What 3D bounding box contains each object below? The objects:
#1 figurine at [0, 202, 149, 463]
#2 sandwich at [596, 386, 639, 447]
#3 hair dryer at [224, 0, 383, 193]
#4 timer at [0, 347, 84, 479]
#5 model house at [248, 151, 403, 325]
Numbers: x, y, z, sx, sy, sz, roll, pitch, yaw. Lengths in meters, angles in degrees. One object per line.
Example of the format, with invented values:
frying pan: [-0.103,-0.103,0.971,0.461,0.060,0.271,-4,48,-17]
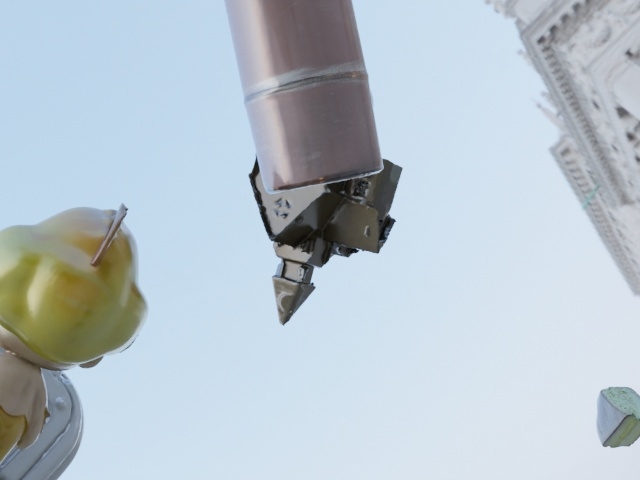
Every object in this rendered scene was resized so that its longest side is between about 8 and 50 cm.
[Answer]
figurine: [-0.228,0.074,0.601,0.156,0.131,0.246,32,-102,-24]
sandwich: [0.248,0.142,0.617,0.031,0.044,0.083,-5,-33,1]
hair dryer: [0.007,-0.156,0.737,0.107,0.189,0.344,-11,6,12]
timer: [-0.370,0.167,0.717,0.087,0.262,0.237,-39,10,41]
model house: [0.000,0.000,0.998,0.181,0.176,0.247,17,-92,-63]
